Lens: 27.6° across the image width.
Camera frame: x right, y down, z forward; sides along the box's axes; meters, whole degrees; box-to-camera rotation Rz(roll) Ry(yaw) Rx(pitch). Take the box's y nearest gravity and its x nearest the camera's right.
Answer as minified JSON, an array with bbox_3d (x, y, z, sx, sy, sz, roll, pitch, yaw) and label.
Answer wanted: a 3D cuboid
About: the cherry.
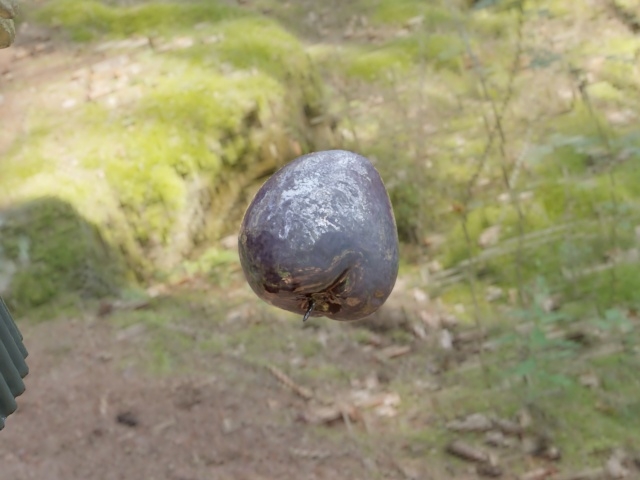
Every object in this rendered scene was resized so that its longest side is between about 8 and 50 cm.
[{"bbox_3d":[-0.003,-0.003,1.295,0.176,0.176,0.140,-32,5,-36],"label":"cherry"}]

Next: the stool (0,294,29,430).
[{"bbox_3d":[-0.431,0.021,1.091,0.297,0.330,0.297,-6,39,4],"label":"stool"}]

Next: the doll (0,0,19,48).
[{"bbox_3d":[-0.473,-0.356,1.659,0.175,0.278,0.149,-3,64,2],"label":"doll"}]
